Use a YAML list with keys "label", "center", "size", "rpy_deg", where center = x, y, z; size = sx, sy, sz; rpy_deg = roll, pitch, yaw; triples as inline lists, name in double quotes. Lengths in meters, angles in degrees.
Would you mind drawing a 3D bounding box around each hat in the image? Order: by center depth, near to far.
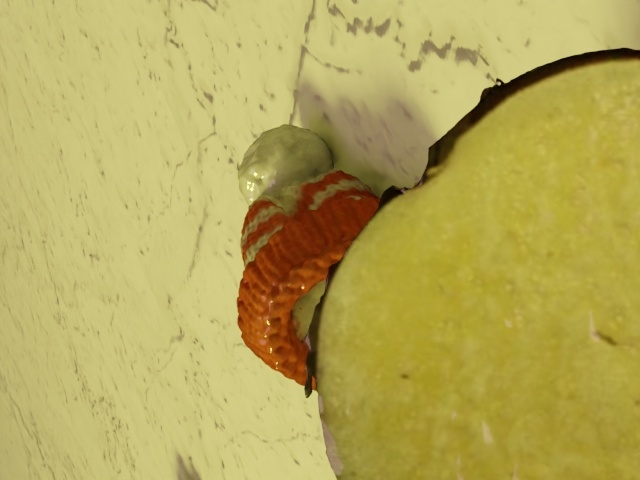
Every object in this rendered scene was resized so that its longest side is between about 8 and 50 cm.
- label: "hat"
  center: [0.000, 0.000, 0.775]
  size: [0.162, 0.112, 0.093]
  rpy_deg: [54, 129, 56]

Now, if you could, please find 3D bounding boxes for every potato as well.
- label: "potato"
  center: [0.102, 0.042, 0.522]
  size: [0.117, 0.182, 0.202]
  rpy_deg: [-14, -92, -68]
